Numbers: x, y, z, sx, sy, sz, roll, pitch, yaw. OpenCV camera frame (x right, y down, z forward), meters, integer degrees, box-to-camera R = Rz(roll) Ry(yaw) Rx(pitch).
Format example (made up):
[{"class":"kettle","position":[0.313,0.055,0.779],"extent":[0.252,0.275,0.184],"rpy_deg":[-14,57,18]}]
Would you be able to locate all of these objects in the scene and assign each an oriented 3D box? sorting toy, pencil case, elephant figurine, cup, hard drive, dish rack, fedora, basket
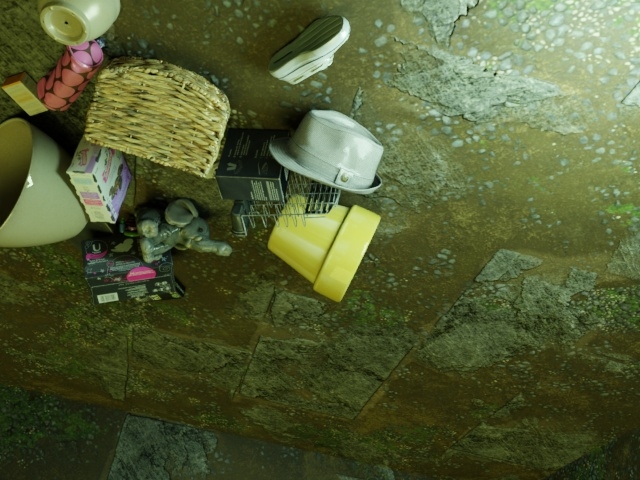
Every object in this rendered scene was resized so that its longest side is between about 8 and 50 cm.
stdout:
[{"class":"sorting toy","position":[-0.550,-0.045,2.032],"extent":[0.061,0.102,0.042],"rpy_deg":[-1,108,-20]},{"class":"pencil case","position":[-0.564,-0.378,1.569],"extent":[0.209,0.095,0.098],"rpy_deg":[-30,90,42]},{"class":"elephant figurine","position":[-0.388,-0.028,1.969],"extent":[0.239,0.186,0.169],"rpy_deg":[-12,-176,-13]},{"class":"cup","position":[-0.731,-0.117,1.806],"extent":[0.331,0.331,0.237],"rpy_deg":[-19,151,33]},{"class":"hard drive","position":[-0.698,-0.060,2.065],"extent":[0.172,0.054,0.255],"rpy_deg":[-2,144,15]},{"class":"dish rack","position":[-0.083,-0.107,1.741],"extent":[0.271,0.208,0.074],"rpy_deg":[-1,135,12]},{"class":"fedora","position":[0.033,-0.214,1.585],"extent":[0.275,0.244,0.124],"rpy_deg":[20,114,-15]},{"class":"basket","position":[-0.362,-0.308,1.617],"extent":[0.299,0.223,0.213],"rpy_deg":[17,111,-10]}]

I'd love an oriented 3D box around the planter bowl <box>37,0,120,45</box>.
[{"class":"planter bowl","position":[-0.500,-0.466,1.418],"extent":[0.162,0.109,0.162],"rpy_deg":[6,144,4]}]

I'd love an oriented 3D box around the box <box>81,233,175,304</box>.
[{"class":"box","position":[-0.568,0.077,2.086],"extent":[0.247,0.142,0.163],"rpy_deg":[-9,147,-14]}]

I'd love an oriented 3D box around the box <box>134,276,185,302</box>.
[{"class":"box","position":[-0.570,0.134,2.310],"extent":[0.184,0.045,0.191],"rpy_deg":[-8,140,19]}]

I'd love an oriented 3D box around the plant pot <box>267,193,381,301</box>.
[{"class":"plant pot","position":[0.000,0.000,1.848],"extent":[0.239,0.254,0.254],"rpy_deg":[26,144,2]}]

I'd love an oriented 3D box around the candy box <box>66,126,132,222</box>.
[{"class":"candy box","position":[-0.560,-0.168,1.791],"extent":[0.070,0.165,0.196],"rpy_deg":[4,144,7]}]

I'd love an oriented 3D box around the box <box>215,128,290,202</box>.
[{"class":"box","position":[-0.156,-0.182,1.689],"extent":[0.158,0.156,0.093],"rpy_deg":[4,145,8]}]

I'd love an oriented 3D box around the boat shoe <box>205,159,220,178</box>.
[{"class":"boat shoe","position":[-0.272,-0.179,1.821],"extent":[0.100,0.035,0.035],"rpy_deg":[-20,135,34]}]

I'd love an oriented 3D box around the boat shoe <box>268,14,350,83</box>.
[{"class":"boat shoe","position":[-0.010,-0.391,1.449],"extent":[0.076,0.083,0.226],"rpy_deg":[24,155,-38]}]

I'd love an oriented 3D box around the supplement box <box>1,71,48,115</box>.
[{"class":"supplement box","position":[-0.703,-0.351,1.681],"extent":[0.062,0.036,0.098],"rpy_deg":[-10,140,24]}]
